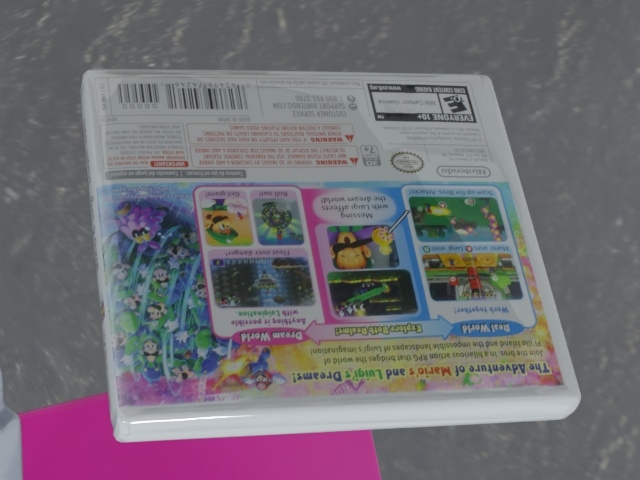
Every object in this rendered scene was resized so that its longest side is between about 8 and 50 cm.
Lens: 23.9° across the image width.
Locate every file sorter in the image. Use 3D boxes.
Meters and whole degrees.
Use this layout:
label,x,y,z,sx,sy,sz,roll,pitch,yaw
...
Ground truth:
label,x,y,z,sx,sy,sz,roll,pitch,yaw
file sorter,-0.125,0.194,0.976,0.291,0.182,0.202,-11,88,-36

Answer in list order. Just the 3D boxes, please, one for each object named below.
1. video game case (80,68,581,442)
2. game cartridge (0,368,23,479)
label,x,y,z,sx,sy,sz,roll,pitch,yaw
video game case,0.000,0.000,0.527,0.157,0.019,0.143,-1,57,-16
game cartridge,-0.235,0.203,0.668,0.060,0.294,0.196,16,124,22
